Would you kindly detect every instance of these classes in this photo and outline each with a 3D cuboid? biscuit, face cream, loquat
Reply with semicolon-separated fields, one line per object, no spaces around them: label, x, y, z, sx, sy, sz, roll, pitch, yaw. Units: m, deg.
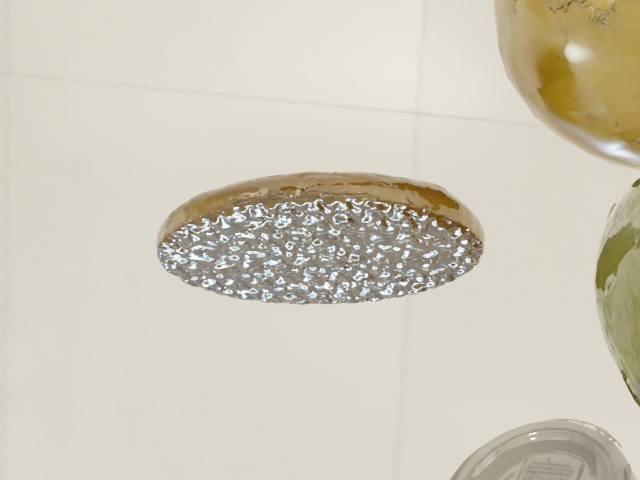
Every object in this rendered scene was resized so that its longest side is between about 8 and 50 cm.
biscuit;0.000;-0.001;1.199;0.262;0.262;0.037;-13;67;32
face cream;0.202;0.261;1.301;0.177;0.177;0.153;-3;136;32
loquat;0.246;-0.171;1.151;0.235;0.235;0.235;5;99;31

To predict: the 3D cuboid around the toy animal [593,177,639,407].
toy animal;0.270;0.015;0.846;0.181;0.363;0.180;-32;87;-12
